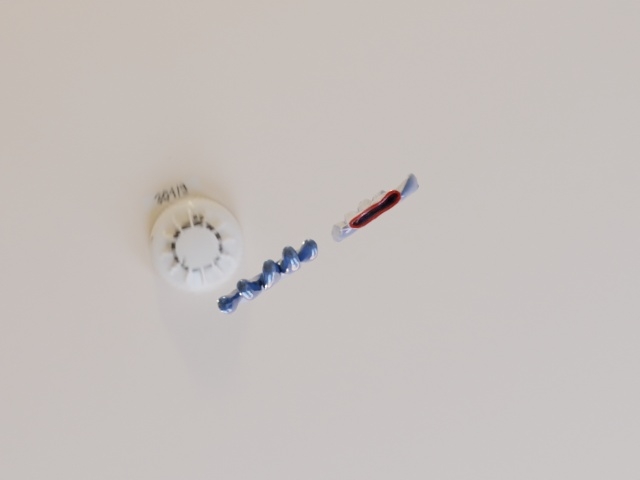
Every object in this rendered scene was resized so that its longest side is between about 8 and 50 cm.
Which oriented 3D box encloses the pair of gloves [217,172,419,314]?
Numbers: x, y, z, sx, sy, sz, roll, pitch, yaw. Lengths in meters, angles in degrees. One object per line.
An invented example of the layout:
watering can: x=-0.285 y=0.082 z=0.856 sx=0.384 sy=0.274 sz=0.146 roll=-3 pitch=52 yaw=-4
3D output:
pair of gloves: x=0.000 y=0.000 z=0.983 sx=0.198 sy=0.159 sz=0.023 roll=-34 pitch=-90 yaw=-2
